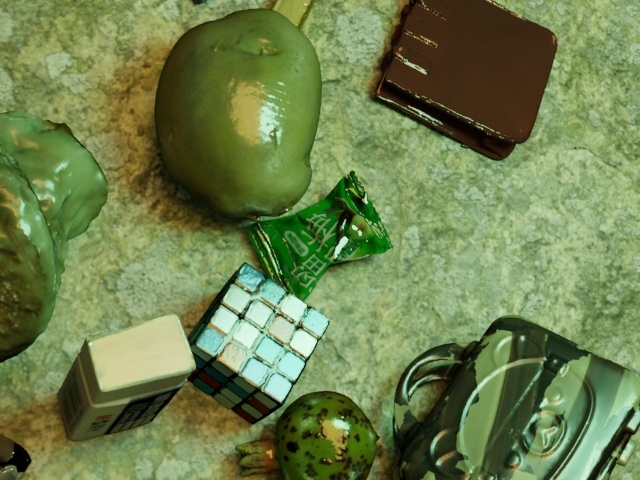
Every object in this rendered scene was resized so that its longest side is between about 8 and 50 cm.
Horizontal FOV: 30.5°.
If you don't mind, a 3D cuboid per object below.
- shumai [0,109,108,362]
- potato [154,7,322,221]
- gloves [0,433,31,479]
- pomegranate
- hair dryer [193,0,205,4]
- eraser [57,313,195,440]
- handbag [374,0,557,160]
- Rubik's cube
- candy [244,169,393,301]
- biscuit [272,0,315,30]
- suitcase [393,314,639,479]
[{"bbox_3d":[-0.456,-0.031,1.553,0.323,0.397,0.324,-50,127,-54],"label":"shumai"},{"bbox_3d":[-0.123,-0.193,1.752,0.243,0.221,0.326,12,73,-17],"label":"potato"},{"bbox_3d":[-0.467,0.276,1.524,0.285,0.119,0.142,36,29,-10],"label":"gloves"},{"bbox_3d":[-0.017,0.295,1.669,0.205,0.159,0.159,-10,74,4],"label":"pomegranate"},{"bbox_3d":[-0.207,-0.441,1.913,0.063,0.037,0.114,-39,80,-28],"label":"hair dryer"},{"bbox_3d":[-0.260,0.185,1.538,0.130,0.287,0.086,-14,75,-23],"label":"eraser"},{"bbox_3d":[0.250,-0.300,1.995,0.275,0.084,0.260,24,67,-10],"label":"handbag"},{"bbox_3d":[-0.102,0.149,1.679,0.154,0.155,0.151,34,65,-6],"label":"Rubik's cube"},{"bbox_3d":[0.001,0.003,1.811,0.203,0.078,0.141,-28,72,-13],"label":"candy"},{"bbox_3d":[-0.048,-0.381,1.936,0.056,0.052,0.188,23,65,3],"label":"biscuit"},{"bbox_3d":[0.268,0.288,1.733,0.339,0.194,0.351,27,64,23],"label":"suitcase"}]
